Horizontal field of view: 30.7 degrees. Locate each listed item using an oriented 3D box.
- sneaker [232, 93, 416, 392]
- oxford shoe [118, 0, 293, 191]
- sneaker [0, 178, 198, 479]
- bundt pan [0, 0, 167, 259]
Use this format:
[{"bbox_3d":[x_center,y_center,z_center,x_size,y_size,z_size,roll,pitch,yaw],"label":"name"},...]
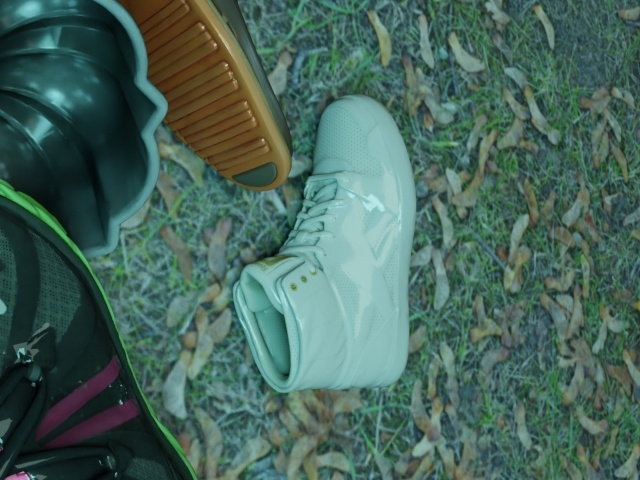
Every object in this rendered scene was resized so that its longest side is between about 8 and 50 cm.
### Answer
[{"bbox_3d":[0.000,0.000,1.106,0.169,0.108,0.293,-1,85,-44],"label":"sneaker"},{"bbox_3d":[-0.108,-0.217,1.036,0.132,0.130,0.364,-42,111,-43],"label":"oxford shoe"},{"bbox_3d":[-0.198,0.138,0.779,0.185,0.202,0.483,-29,125,5],"label":"sneaker"},{"bbox_3d":[-0.271,-0.105,0.781,0.330,0.331,0.124,32,27,-33],"label":"bundt pan"}]
